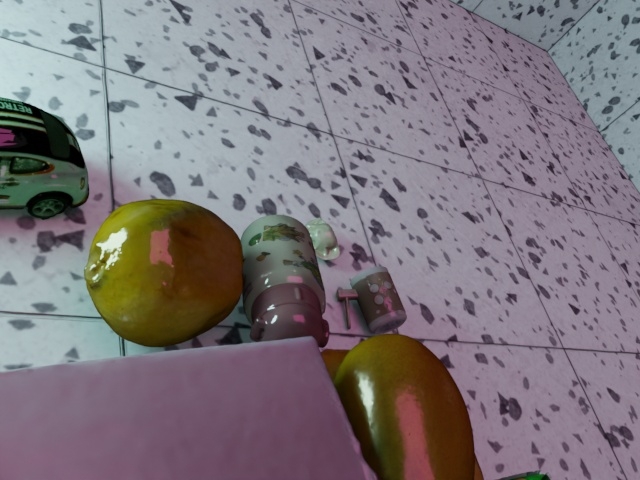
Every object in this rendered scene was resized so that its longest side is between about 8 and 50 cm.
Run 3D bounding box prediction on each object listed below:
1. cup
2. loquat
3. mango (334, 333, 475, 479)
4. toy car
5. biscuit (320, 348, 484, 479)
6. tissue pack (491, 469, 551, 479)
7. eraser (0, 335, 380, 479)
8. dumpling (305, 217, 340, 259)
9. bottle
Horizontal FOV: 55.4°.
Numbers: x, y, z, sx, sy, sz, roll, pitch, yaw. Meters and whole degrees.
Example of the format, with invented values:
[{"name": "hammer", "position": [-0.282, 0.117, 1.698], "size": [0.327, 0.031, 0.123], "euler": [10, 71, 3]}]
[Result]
[{"name": "cup", "position": [0.090, 0.105, 1.046], "size": [0.102, 0.074, 0.099], "euler": [1, 55, -39]}, {"name": "loquat", "position": [-0.194, 0.041, 0.786], "size": [0.234, 0.176, 0.187], "euler": [-4, 97, -56]}, {"name": "mango", "position": [0.104, 0.234, 0.724], "size": [0.175, 0.139, 0.255], "euler": [11, 51, -29]}, {"name": "toy car", "position": [-0.435, -0.112, 0.755], "size": [0.305, 0.125, 0.136], "euler": [-2, 58, -43]}, {"name": "biscuit", "position": [0.063, 0.352, 0.784], "size": [0.429, 0.104, 0.446], "euler": [22, 47, -26]}, {"name": "tissue pack", "position": [0.197, 0.387, 0.681], "size": [0.209, 0.148, 0.156], "euler": [-17, 74, -48]}, {"name": "eraser", "position": [-0.122, 0.239, 0.553], "size": [0.359, 0.122, 0.272], "euler": [0, 53, -42]}, {"name": "dumpling", "position": [0.000, 0.001, 1.094], "size": [0.052, 0.057, 0.076], "euler": [-110, 177, -82]}, {"name": "bottle", "position": [-0.053, 0.070, 0.867], "size": [0.120, 0.120, 0.253], "euler": [24, 25, -23]}]
